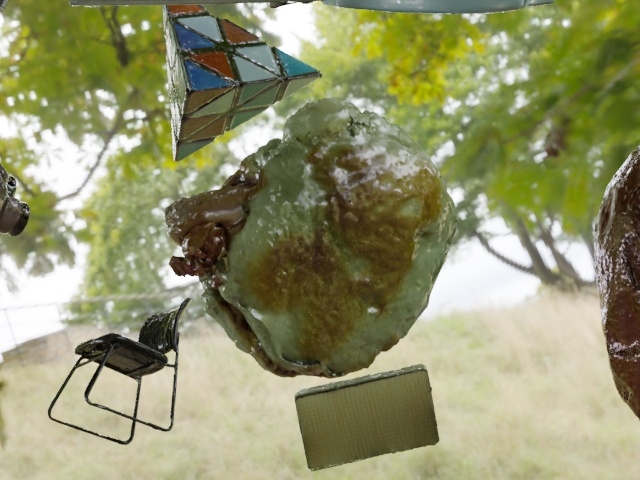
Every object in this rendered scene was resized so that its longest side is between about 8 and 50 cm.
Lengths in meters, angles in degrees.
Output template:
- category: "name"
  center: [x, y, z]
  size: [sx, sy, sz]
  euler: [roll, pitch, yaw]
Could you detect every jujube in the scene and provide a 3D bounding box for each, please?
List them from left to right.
- category: "jujube"
  center: [0.441, 0.044, 1.065]
  size: [0.276, 0.377, 0.276]
  euler: [-4, 0, 0]

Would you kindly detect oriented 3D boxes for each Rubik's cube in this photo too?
- category: "Rubik's cube"
  center: [-0.188, -0.210, 1.439]
  size: [0.250, 0.284, 0.234]
  euler: [-56, 5, 15]

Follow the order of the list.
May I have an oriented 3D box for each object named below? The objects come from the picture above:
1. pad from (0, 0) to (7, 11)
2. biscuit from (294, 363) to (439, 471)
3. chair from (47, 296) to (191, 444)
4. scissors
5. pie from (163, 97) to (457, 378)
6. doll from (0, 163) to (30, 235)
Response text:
- category: "pad"
  center: [-0.600, -0.368, 1.423]
  size: [0.247, 0.368, 0.007]
  euler: [24, -32, -10]
- category: "biscuit"
  center: [0.067, 0.256, 1.408]
  size: [0.199, 0.121, 0.040]
  euler: [-11, 12, 0]
- category: "chair"
  center: [-0.291, 0.176, 1.461]
  size: [0.145, 0.221, 0.140]
  euler: [29, -33, -29]
- category: "scissors"
  center: [-0.011, -0.190, 0.734]
  size: [0.360, 0.030, 0.191]
  euler: [-2, 18, -10]
- category: "pie"
  center: [0.007, 0.005, 0.958]
  size: [0.274, 0.257, 0.105]
  euler: [-39, 16, -11]
- category: "doll"
  center: [-0.504, -0.074, 1.242]
  size: [0.257, 0.182, 0.117]
  euler: [10, -58, -48]
